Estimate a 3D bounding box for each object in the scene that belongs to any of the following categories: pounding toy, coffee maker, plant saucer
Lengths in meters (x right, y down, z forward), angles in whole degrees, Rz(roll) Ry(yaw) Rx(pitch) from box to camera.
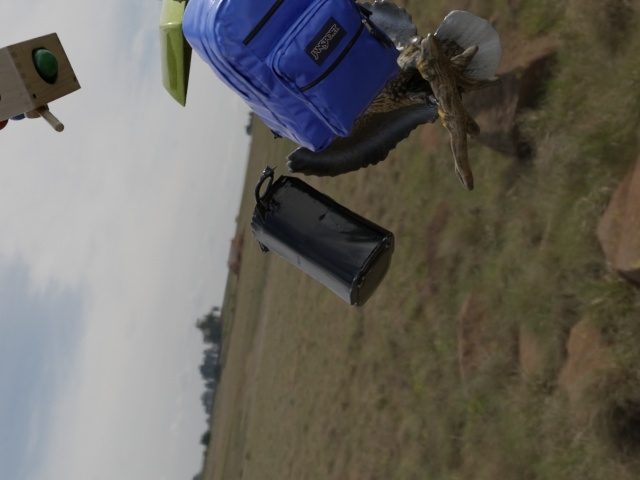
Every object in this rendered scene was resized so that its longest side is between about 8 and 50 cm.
[{"bbox_3d":[-0.339,-0.166,0.887,0.130,0.141,0.100,-64,-43,-65],"label":"pounding toy"},{"bbox_3d":[0.000,0.000,1.073,0.120,0.178,0.171,-60,-20,2],"label":"coffee maker"},{"bbox_3d":[-0.265,-0.375,1.449,0.188,0.045,0.189,100,171,-50],"label":"plant saucer"}]

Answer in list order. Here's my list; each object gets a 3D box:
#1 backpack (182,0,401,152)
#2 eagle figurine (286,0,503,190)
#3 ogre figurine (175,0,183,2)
[{"bbox_3d":[-0.015,-0.128,0.491,0.098,0.120,0.101,-54,31,-8],"label":"backpack"},{"bbox_3d":[0.063,-0.196,1.018,0.298,0.225,0.227,9,83,52],"label":"eagle figurine"},{"bbox_3d":[-0.199,-0.397,1.087,0.197,0.096,0.118,6,109,56],"label":"ogre figurine"}]
